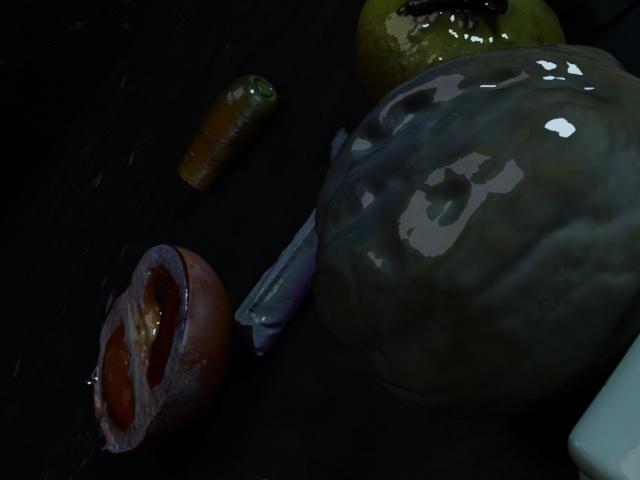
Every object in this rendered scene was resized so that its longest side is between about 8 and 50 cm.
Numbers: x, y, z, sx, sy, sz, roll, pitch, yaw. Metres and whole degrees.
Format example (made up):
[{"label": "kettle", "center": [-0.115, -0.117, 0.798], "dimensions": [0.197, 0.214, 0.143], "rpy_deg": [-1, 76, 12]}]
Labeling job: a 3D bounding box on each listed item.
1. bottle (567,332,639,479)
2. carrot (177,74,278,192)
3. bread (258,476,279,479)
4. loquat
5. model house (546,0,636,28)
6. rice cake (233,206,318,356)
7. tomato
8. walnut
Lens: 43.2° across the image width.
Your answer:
[{"label": "bottle", "center": [0.183, 0.063, 0.337], "dimensions": [0.245, 0.104, 0.104], "rpy_deg": [-56, 25, 1]}, {"label": "carrot", "center": [-0.140, -0.160, 1.191], "dimensions": [0.193, 0.087, 0.087], "rpy_deg": [-44, 28, 28]}, {"label": "bread", "center": [0.037, 0.269, 0.265], "dimensions": [0.370, 0.192, 0.314], "rpy_deg": [-14, 58, 66]}, {"label": "loquat", "center": [0.113, -0.141, 0.642], "dimensions": [0.149, 0.204, 0.172], "rpy_deg": [-46, 70, 8]}, {"label": "model house", "center": [0.161, -0.300, 0.631], "dimensions": [0.181, 0.248, 0.176], "rpy_deg": [-30, 36, 45]}, {"label": "rice cake", "center": [-0.001, 0.000, 0.799], "dimensions": [0.269, 0.049, 0.055], "rpy_deg": [-53, 4, 6]}, {"label": "tomato", "center": [-0.151, 0.123, 0.845], "dimensions": [0.228, 0.112, 0.199], "rpy_deg": [-48, 41, 36]}, {"label": "walnut", "center": [0.105, -0.005, 0.456], "dimensions": [0.224, 0.224, 0.224], "rpy_deg": [-41, 30, 30]}]
